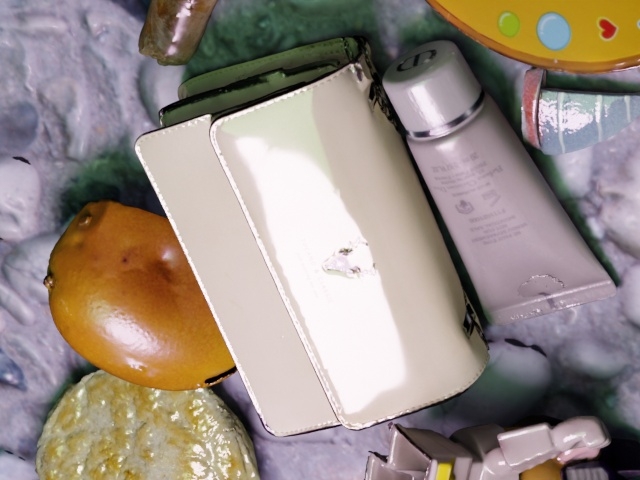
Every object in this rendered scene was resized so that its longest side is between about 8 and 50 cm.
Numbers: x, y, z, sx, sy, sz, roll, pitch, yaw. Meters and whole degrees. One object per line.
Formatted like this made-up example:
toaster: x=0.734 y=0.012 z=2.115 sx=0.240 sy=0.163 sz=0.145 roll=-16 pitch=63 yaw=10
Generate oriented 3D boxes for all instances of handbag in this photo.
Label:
handbag: x=0.000 y=0.000 z=1.945 sx=0.236 sy=0.160 sz=0.358 roll=-15 pitch=111 yaw=22

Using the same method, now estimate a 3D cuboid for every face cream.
face cream: x=0.163 y=-0.047 z=1.910 sx=0.143 sy=0.089 sz=0.314 roll=-17 pitch=117 yaw=27

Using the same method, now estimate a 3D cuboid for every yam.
yam: x=-0.093 y=-0.300 z=1.874 sx=0.067 sy=0.071 sz=0.317 roll=10 pitch=127 yaw=-29

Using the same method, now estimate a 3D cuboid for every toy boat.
toy boat: x=0.253 y=-0.118 z=1.865 sx=0.122 sy=0.034 sz=0.096 roll=7 pitch=124 yaw=15

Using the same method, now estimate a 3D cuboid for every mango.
mango: x=-0.175 y=0.069 z=2.053 sx=0.236 sy=0.136 sz=0.166 roll=19 pitch=79 yaw=-14

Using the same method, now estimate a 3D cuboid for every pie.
pie: x=-0.195 y=0.259 z=2.186 sx=0.274 sy=0.105 sz=0.257 roll=-23 pitch=98 yaw=28

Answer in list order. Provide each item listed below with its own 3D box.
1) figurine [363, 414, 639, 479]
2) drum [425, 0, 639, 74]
figurine: x=0.191 y=0.249 z=1.976 sx=0.308 sy=0.308 sz=0.143 roll=-13 pitch=74 yaw=25
drum: x=0.239 y=-0.360 z=1.569 sx=0.431 sy=0.214 sz=0.431 roll=17 pitch=119 yaw=33
